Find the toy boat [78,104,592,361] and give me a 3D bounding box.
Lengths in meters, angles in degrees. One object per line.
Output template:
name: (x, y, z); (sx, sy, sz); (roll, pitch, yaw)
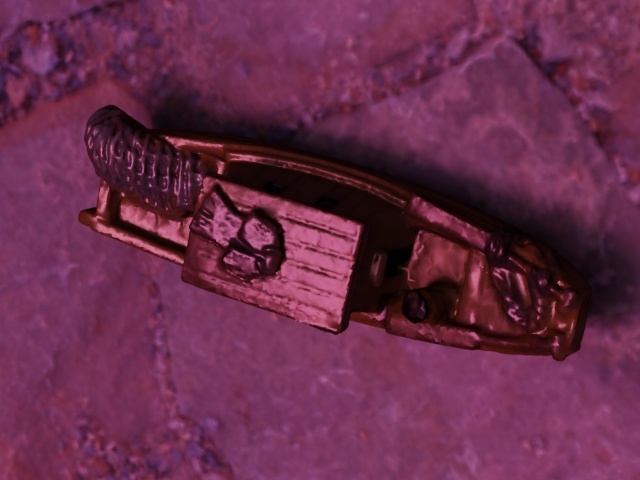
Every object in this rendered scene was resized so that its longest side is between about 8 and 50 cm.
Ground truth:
toy boat: (0.000, 0.000, 1.065); (0.321, 0.121, 0.089); (18, 104, 22)
